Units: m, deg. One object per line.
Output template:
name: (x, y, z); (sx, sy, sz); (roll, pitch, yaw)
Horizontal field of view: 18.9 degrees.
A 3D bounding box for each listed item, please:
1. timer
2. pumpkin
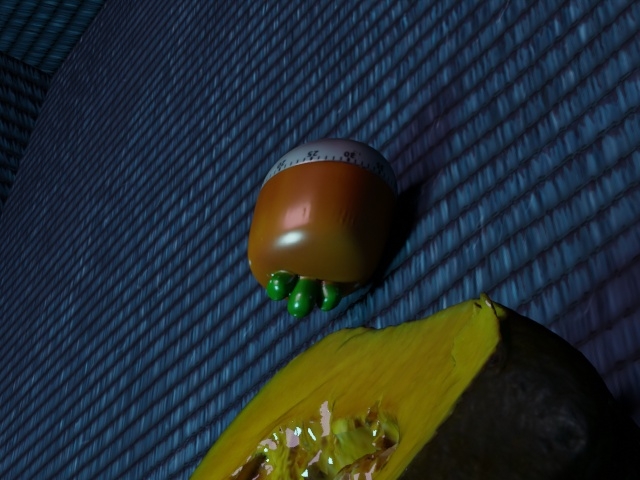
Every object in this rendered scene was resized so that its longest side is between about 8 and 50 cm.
timer: (0.000, 0.000, 1.385); (0.136, 0.099, 0.136); (-168, 90, -78)
pumpkin: (0.044, 0.128, 0.924); (0.222, 0.139, 0.317); (-52, 11, -23)
